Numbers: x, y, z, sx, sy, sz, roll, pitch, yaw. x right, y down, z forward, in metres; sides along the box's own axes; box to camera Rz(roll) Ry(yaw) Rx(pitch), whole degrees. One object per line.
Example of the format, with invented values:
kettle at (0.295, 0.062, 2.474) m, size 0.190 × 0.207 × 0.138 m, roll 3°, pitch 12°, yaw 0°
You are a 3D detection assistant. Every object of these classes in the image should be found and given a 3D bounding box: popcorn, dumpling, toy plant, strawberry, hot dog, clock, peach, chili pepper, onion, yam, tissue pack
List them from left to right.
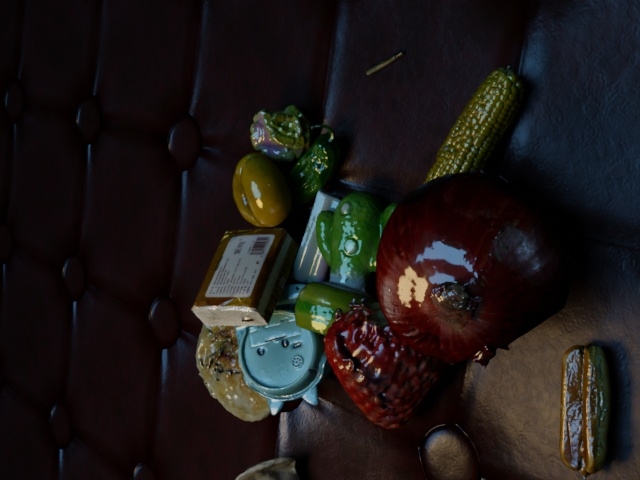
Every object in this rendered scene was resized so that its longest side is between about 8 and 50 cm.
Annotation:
tissue pack at (-0.170, 0.082, 1.986) m, size 0.183 × 0.092 × 0.226 m, roll -4°, pitch 52°, yaw 31°
peach at (-0.135, -0.111, 2.007) m, size 0.179 × 0.103 × 0.179 m, roll 46°, pitch 145°, yaw 46°
dumpling at (-0.134, 0.624, 2.028) m, size 0.175 × 0.226 × 0.244 m, roll -17°, pitch 87°, yaw 46°
popcorn at (-0.087, -0.242, 2.024) m, size 0.145 × 0.126 × 0.126 m, roll 0°, pitch 108°, yaw 18°
clock at (-0.083, 0.244, 1.988) m, size 0.223 × 0.094 × 0.274 m, roll -18°, pitch 69°, yaw 16°
chili pepper at (-0.021, -0.156, 1.988) m, size 0.100 × 0.074 × 0.257 m, roll 51°, pitch 132°, yaw 11°
toy plant at (0.064, 0.051, 1.872) m, size 0.224 × 0.184 × 0.316 m, roll 16°, pitch 87°, yaw 37°
strawberry at (0.117, 0.254, 1.729) m, size 0.150 × 0.253 × 0.280 m, roll -83°, pitch 18°, yaw -61°
yam at (0.135, -0.374, 1.869) m, size 0.107 × 0.014 × 0.014 m, roll -23°, pitch 76°, yaw 44°
onion at (0.261, 0.034, 1.552) m, size 0.341 × 0.341 × 0.342 m, roll 2°, pitch 93°, yaw 45°
hot dog at (0.458, 0.297, 1.534) m, size 0.092 × 0.062 × 0.236 m, roll 5°, pitch 92°, yaw 45°

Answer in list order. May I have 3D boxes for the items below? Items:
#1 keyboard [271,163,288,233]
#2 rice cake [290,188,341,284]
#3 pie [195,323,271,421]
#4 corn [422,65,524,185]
keyboard at (-0.100, -0.051, 2.099) m, size 0.087 × 0.017 × 0.251 m, roll 155°, pitch 108°, yaw -65°
rice cake at (0.000, -0.001, 1.984) m, size 0.080 × 0.042 × 0.222 m, roll 20°, pitch 107°, yaw 8°
pie at (-0.180, 0.272, 2.158) m, size 0.339 × 0.077 × 0.339 m, roll 0°, pitch 90°, yaw 42°
corn at (0.286, -0.185, 1.669) m, size 0.102 × 0.101 × 0.313 m, roll 43°, pitch 117°, yaw 35°
